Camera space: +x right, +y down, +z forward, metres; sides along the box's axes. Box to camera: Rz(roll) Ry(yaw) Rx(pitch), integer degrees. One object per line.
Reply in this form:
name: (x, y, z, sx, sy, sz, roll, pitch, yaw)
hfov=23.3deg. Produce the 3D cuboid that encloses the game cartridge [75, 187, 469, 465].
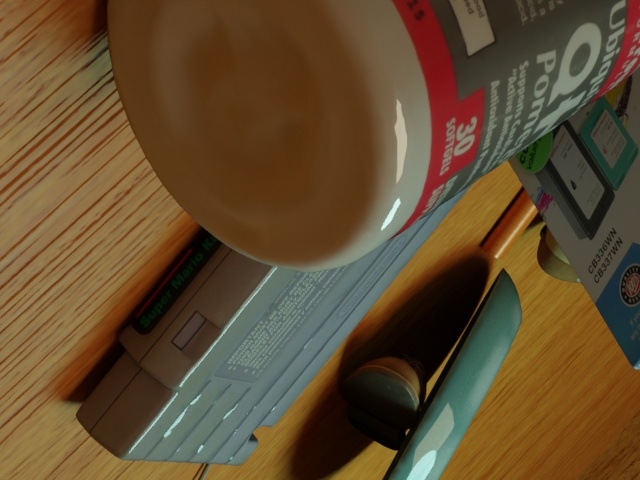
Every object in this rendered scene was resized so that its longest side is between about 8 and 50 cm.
game cartridge: (0.000, 0.000, 1.041, 0.355, 0.068, 0.230, -51, 157, 4)

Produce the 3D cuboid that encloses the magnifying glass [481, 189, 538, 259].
magnifying glass: (0.225, -0.079, 1.436, 0.231, 0.026, 0.092, -57, 160, 14)

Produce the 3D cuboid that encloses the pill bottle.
pill bottle: (0.066, -0.127, 0.763, 0.318, 0.176, 0.176, -33, 155, -38)

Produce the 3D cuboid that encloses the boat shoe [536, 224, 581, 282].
boat shoe: (0.322, -0.024, 1.630, 0.324, 0.122, 0.120, -7, 140, -51)

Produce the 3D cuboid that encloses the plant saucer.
plant saucer: (0.115, 0.174, 1.494, 0.317, 0.044, 0.317, -59, 175, -9)

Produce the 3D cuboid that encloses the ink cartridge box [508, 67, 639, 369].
ink cartridge box: (0.280, -0.074, 1.108, 0.197, 0.270, 0.198, 0, 134, -28)

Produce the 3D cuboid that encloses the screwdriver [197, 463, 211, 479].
screwdriver: (-0.115, 0.235, 1.281, 0.025, 0.024, 0.170, 16, 115, -37)

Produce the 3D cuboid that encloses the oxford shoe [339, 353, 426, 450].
oxford shoe: (0.066, 0.131, 1.422, 0.076, 0.076, 0.212, -56, 172, -14)
